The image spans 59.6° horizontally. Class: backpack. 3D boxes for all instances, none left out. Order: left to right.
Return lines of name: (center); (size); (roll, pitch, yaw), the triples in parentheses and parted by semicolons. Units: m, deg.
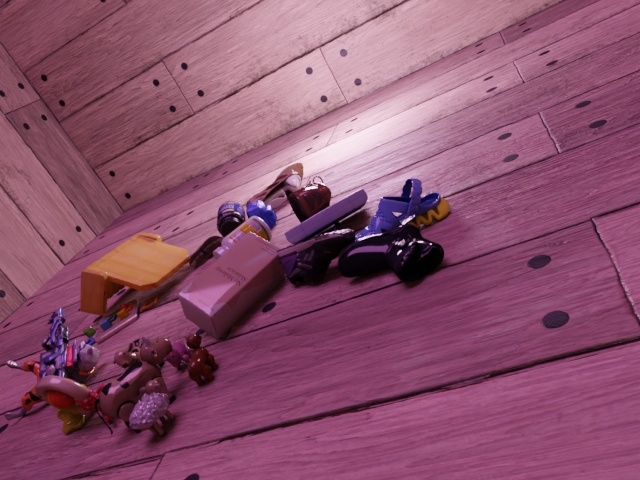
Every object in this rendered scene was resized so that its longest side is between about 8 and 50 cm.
backpack: (-0.238, -0.103, 2.247); (0.101, 0.120, 0.098); (-27, 20, 8)

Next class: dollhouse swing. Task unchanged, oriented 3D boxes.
dollhouse swing: (-0.746, 0.169, 2.311); (0.305, 0.315, 0.347); (26, 35, 11)

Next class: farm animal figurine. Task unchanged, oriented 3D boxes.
farm animal figurine: (-0.457, 0.341, 1.461); (0.330, 0.172, 0.326); (-12, 28, 39)

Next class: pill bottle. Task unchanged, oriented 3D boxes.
pill bottle: (-0.379, -0.081, 2.375); (0.123, 0.122, 0.219); (-29, 23, 2)
pill bottle: (-0.290, 0.012, 2.061); (0.208, 0.117, 0.118); (-41, 24, -27)

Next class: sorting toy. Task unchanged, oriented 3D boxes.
sorting toy: (-0.793, 0.299, 2.168); (0.348, 0.047, 0.196); (-33, 21, -8)

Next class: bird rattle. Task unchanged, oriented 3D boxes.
bird rattle: (-0.671, 0.436, 1.515); (0.254, 0.207, 0.143); (-21, 39, 46)

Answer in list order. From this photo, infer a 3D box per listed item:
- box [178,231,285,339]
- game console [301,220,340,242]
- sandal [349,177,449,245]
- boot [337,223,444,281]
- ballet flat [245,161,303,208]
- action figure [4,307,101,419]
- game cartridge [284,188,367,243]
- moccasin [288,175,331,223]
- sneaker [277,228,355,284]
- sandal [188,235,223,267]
box: (-0.259, 0.130, 1.679); (0.148, 0.121, 0.311); (27, 53, 24)
game console: (0.000, 0.000, 1.743); (0.144, 0.085, 0.124); (-91, 26, -65)
sandal: (0.201, -0.069, 1.582); (0.317, 0.138, 0.126); (-33, 23, -3)
boot: (0.170, 0.047, 1.411); (0.247, 0.094, 0.207); (-24, 17, 0)
ballet flat: (-0.173, -0.217, 2.463); (0.342, 0.116, 0.124); (-39, 43, -21)
action figure: (-0.887, 0.412, 1.876); (0.330, 0.178, 0.341); (-21, 47, 9)
game cartridge: (0.022, -0.073, 1.842); (0.294, 0.060, 0.196); (-30, -6, 1)
moccasin: (-0.030, -0.146, 1.982); (0.147, 0.139, 0.380); (-29, -2, -7)
sneaker: (0.003, 0.051, 1.593); (0.107, 0.124, 0.283); (-13, -5, -45)
sandal: (-0.473, 0.045, 2.314); (0.180, 0.072, 0.049); (-43, 3, -21)
